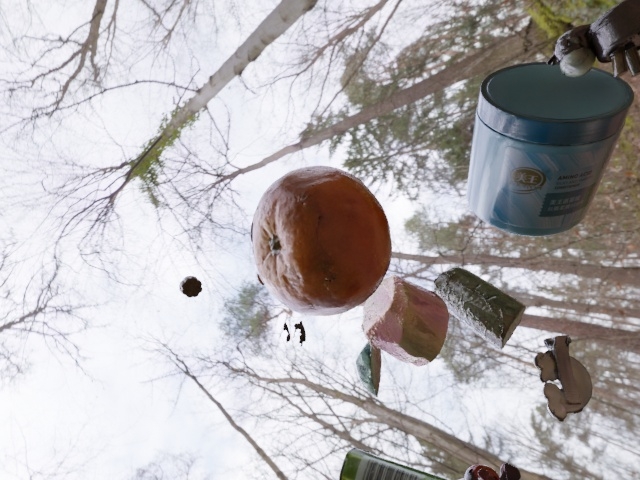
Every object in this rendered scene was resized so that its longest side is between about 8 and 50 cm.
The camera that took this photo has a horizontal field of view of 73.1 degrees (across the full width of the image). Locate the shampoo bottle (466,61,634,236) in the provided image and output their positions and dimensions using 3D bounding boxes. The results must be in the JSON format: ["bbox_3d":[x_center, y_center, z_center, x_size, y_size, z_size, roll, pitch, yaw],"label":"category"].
[{"bbox_3d":[0.566,-0.236,1.132,0.331,0.331,0.343,-38,-39,-27],"label":"shampoo bottle"}]

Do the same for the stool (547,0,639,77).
[{"bbox_3d":[0.536,-0.358,0.787,0.125,0.217,0.121,-8,-100,-58],"label":"stool"}]

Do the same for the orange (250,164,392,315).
[{"bbox_3d":[0.000,0.000,0.816,0.226,0.284,0.284,-10,-84,-42],"label":"orange"}]

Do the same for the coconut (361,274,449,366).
[{"bbox_3d":[0.257,0.239,1.254,0.245,0.233,0.233,30,-106,-16],"label":"coconut"}]

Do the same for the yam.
[{"bbox_3d":[0.510,0.210,1.376,0.168,0.304,0.168,-14,-60,-26],"label":"yam"}]

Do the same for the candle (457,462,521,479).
[{"bbox_3d":[0.181,0.386,0.605,0.048,0.051,0.329,-27,-37,-35],"label":"candle"}]

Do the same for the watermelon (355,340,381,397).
[{"bbox_3d":[0.157,0.388,1.339,0.094,0.081,0.180,23,-115,-32],"label":"watermelon"}]

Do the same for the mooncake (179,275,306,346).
[{"bbox_3d":[-0.200,0.187,1.138,0.346,0.057,0.150,10,-82,-13],"label":"mooncake"}]

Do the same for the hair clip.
[{"bbox_3d":[0.521,0.291,0.921,0.116,0.049,0.172,-2,-112,-3],"label":"hair clip"}]

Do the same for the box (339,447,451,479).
[{"bbox_3d":[0.209,0.492,0.825,0.134,0.345,0.097,49,-127,-40],"label":"box"}]
